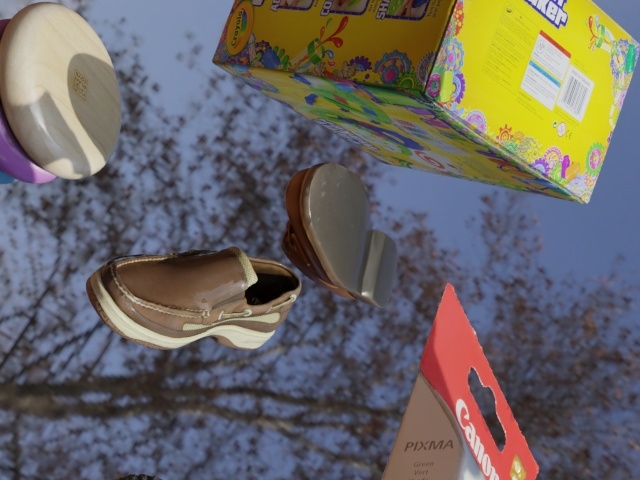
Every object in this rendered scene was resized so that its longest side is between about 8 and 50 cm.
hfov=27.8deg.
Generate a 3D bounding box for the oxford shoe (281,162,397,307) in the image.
[{"bbox_3d":[0.000,0.000,0.964,0.076,0.212,0.076,11,-108,17],"label":"oxford shoe"}]

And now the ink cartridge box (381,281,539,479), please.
[{"bbox_3d":[0.097,0.160,0.731,0.056,0.181,0.225,-6,-142,30],"label":"ink cartridge box"}]

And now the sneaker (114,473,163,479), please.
[{"bbox_3d":[-0.132,0.336,1.184,0.125,0.262,0.104,-29,-174,47],"label":"sneaker"}]

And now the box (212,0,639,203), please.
[{"bbox_3d":[0.106,-0.182,1.267,0.279,0.290,0.177,14,-98,43],"label":"box"}]

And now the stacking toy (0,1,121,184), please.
[{"bbox_3d":[-0.337,-0.093,1.062,0.330,0.141,0.141,-10,-136,21],"label":"stacking toy"}]

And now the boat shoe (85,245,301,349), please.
[{"bbox_3d":[-0.106,0.038,1.177,0.095,0.257,0.095,-42,-111,19],"label":"boat shoe"}]
